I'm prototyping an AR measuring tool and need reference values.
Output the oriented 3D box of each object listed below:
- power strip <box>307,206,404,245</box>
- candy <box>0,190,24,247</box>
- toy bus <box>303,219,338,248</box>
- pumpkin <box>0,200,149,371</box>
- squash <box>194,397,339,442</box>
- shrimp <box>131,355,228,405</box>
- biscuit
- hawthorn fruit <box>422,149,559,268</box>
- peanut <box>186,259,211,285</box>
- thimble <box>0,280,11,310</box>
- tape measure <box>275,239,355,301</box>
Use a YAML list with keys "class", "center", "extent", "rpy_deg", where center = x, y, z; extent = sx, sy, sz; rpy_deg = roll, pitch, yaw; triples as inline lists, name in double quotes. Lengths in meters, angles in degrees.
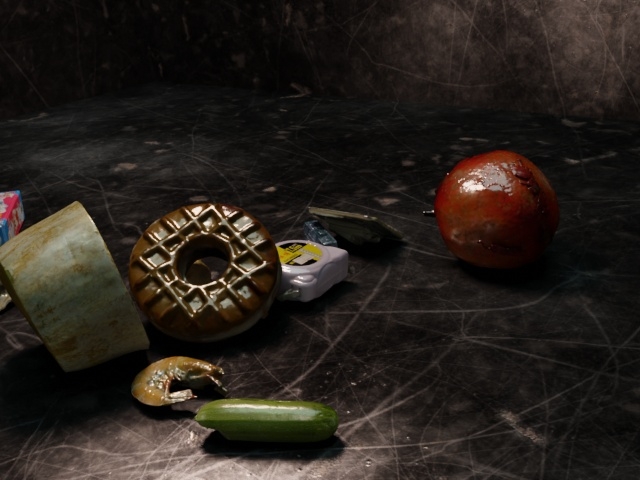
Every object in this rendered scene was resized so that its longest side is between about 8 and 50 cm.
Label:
- class: "power strip"
  center: [0.089, -0.025, 1.848]
  extent: [0.213, 0.064, 0.198]
  rpy_deg: [12, -7, 37]
- class: "candy"
  center: [-0.955, -0.046, 2.034]
  extent: [0.157, 0.100, 0.306]
  rpy_deg: [-7, 23, -12]
- class: "toy bus"
  center: [0.000, 0.000, 1.834]
  extent: [0.047, 0.065, 0.166]
  rpy_deg: [-12, 26, -16]
- class: "pumpkin"
  center: [-0.494, 0.106, 1.380]
  extent: [0.199, 0.332, 0.332]
  rpy_deg: [-27, 30, -19]
- class: "squash"
  center: [-0.089, 0.294, 1.159]
  extent: [0.239, 0.069, 0.069]
  rpy_deg: [1, 24, 8]
- class: "shrimp"
  center: [-0.256, 0.264, 1.290]
  extent: [0.188, 0.051, 0.132]
  rpy_deg: [-4, 34, 18]
- class: "biscuit"
  center: [-0.244, 0.063, 1.509]
  extent: [0.332, 0.103, 0.332]
  rpy_deg: [-1, 59, 1]
- class: "hawthorn fruit"
  center: [0.418, -0.079, 1.693]
  extent: [0.316, 0.315, 0.316]
  rpy_deg: [-3, 23, 1]
- class: "peanut"
  center: [-0.314, 0.078, 1.657]
  extent: [0.103, 0.098, 0.229]
  rpy_deg: [-29, 29, -11]
- class: "thimble"
  center: [-0.801, 0.107, 1.607]
  extent: [0.144, 0.137, 0.190]
  rpy_deg: [9, 15, 25]
- class: "tape measure"
  center: [-0.048, 0.072, 1.638]
  extent: [0.178, 0.105, 0.196]
  rpy_deg: [23, 35, 33]
